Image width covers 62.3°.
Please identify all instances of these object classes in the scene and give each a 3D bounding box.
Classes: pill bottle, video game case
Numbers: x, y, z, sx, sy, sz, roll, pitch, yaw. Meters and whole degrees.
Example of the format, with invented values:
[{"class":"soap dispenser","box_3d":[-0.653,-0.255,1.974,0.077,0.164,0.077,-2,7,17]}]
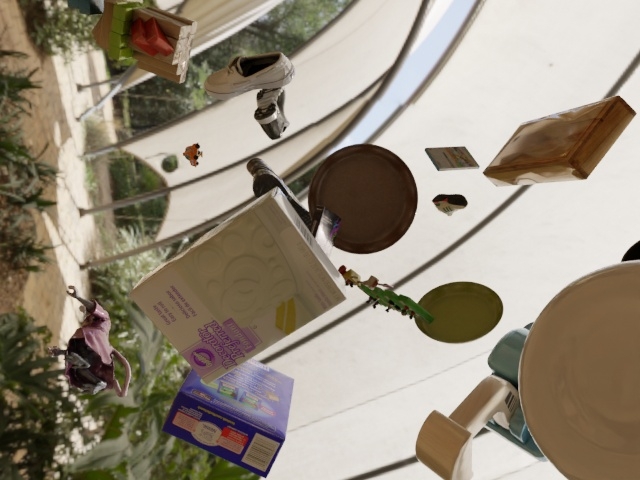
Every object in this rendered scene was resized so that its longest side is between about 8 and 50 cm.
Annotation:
[{"class":"pill bottle","box_3d":[0.422,0.195,0.571,0.229,0.408,0.229,-35,-140,37]},{"class":"video game case","box_3d":[0.465,-0.290,1.873,0.015,0.166,0.119,104,-26,-45]}]

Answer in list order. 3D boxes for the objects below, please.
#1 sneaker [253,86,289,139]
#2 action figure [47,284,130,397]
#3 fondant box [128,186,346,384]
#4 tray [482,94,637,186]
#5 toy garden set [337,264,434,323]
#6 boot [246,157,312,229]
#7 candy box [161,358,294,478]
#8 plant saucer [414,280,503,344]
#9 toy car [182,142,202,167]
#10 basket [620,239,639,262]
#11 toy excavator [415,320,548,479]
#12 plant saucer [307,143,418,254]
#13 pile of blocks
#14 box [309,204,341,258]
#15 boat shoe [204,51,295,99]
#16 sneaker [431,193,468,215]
[{"class":"sneaker","box_3d":[-0.127,-0.349,1.444,0.234,0.078,0.106,-87,159,-50]},{"class":"action figure","box_3d":[-0.760,0.320,1.798,0.248,0.276,0.370,-65,-157,19]},{"class":"fondant box","box_3d":[-0.150,0.090,1.006,0.238,0.330,0.096,54,12,-16]},{"class":"tray","box_3d":[0.610,-0.251,1.415,0.076,0.203,0.411,40,-4,-9]},{"class":"toy garden set","box_3d":[0.163,0.154,1.459,0.049,0.204,0.244,-56,-155,-11]},{"class":"boot","box_3d":[-0.107,-0.111,1.692,0.338,0.118,0.222,59,2,-24]},{"class":"candy box","box_3d":[-0.212,0.404,1.327,0.122,0.268,0.317,-63,-177,11]},{"class":"plant saucer","box_3d":[0.380,0.204,1.459,0.241,0.241,0.037,-122,-169,-57]},{"class":"toy car","box_3d":[-0.319,-0.206,1.323,0.122,0.041,0.060,157,-61,-79]},{"class":"basket","box_3d":[0.588,0.100,0.766,0.227,0.154,0.204,50,-26,-17]},{"class":"toy excavator","box_3d":[0.388,0.312,1.066,0.222,0.433,0.445,26,-17,44]},{"class":"plant saucer","box_3d":[0.118,-0.117,1.499,0.050,0.311,0.310,-110,-165,-81]},{"class":"pile of blocks","box_3d":[-0.366,-0.391,0.844,0.149,0.362,0.112,-42,-171,26]},{"class":"box","box_3d":[0.000,0.000,1.376,0.116,0.029,0.162,30,78,-62]},{"class":"boat shoe","box_3d":[-0.193,-0.429,1.340,0.084,0.258,0.095,46,41,-57]},{"class":"sneaker","box_3d":[0.473,-0.122,1.893,0.161,0.057,0.075,14,-35,56]}]
